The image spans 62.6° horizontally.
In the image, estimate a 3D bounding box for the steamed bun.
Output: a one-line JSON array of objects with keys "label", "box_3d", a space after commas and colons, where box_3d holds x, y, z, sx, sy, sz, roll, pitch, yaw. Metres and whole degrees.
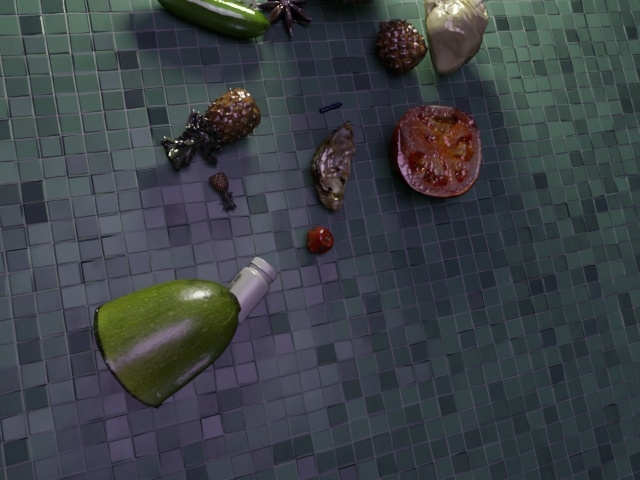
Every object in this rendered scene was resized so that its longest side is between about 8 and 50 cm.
[{"label": "steamed bun", "box_3d": [0.468, -0.735, 1.801, 0.203, 0.289, 0.276, -8, 123, 17]}]

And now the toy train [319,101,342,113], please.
[{"label": "toy train", "box_3d": [0.036, -0.447, 1.761, 0.083, 0.017, 0.017, -24, 82, -18]}]

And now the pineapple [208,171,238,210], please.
[{"label": "pineapple", "box_3d": [-0.294, -0.146, 1.610, 0.058, 0.058, 0.124, -28, 104, -18]}]

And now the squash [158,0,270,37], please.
[{"label": "squash", "box_3d": [-0.352, -0.721, 1.648, 0.395, 0.107, 0.107, 16, 77, -13]}]

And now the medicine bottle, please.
[{"label": "medicine bottle", "box_3d": [-0.216, 0.146, 1.552, 0.103, 0.103, 0.187, 41, 73, -7]}]

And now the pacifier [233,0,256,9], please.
[{"label": "pacifier", "box_3d": [-0.251, -0.787, 1.699, 0.081, 0.078, 0.099, -35, 90, 26]}]

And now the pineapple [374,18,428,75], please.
[{"label": "pineapple", "box_3d": [0.264, -0.672, 1.794, 0.166, 0.166, 0.193, -34, 83, -18]}]

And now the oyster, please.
[{"label": "oyster", "box_3d": [0.048, -0.250, 1.709, 0.166, 0.094, 0.294, 39, 62, -26]}]

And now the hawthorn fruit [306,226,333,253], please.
[{"label": "hawthorn fruit", "box_3d": [0.000, 0.000, 1.644, 0.093, 0.093, 0.093, 2, 81, -16]}]

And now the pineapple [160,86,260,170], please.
[{"label": "pineapple", "box_3d": [-0.327, -0.324, 1.585, 0.310, 0.141, 0.170, -36, 117, -11]}]

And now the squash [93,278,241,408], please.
[{"label": "squash", "box_3d": [-0.363, 0.222, 1.361, 0.309, 0.310, 0.310, -31, 91, 0]}]

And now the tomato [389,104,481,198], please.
[{"label": "tomato", "box_3d": [0.369, -0.286, 1.766, 0.338, 0.143, 0.338, 1, 86, -17]}]

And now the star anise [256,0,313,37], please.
[{"label": "star anise", "box_3d": [-0.122, -0.769, 1.743, 0.204, 0.061, 0.181, 12, 85, -11]}]

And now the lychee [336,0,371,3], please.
[{"label": "lychee", "box_3d": [0.100, -0.971, 1.685, 0.380, 0.380, 0.432, 21, 64, -12]}]
